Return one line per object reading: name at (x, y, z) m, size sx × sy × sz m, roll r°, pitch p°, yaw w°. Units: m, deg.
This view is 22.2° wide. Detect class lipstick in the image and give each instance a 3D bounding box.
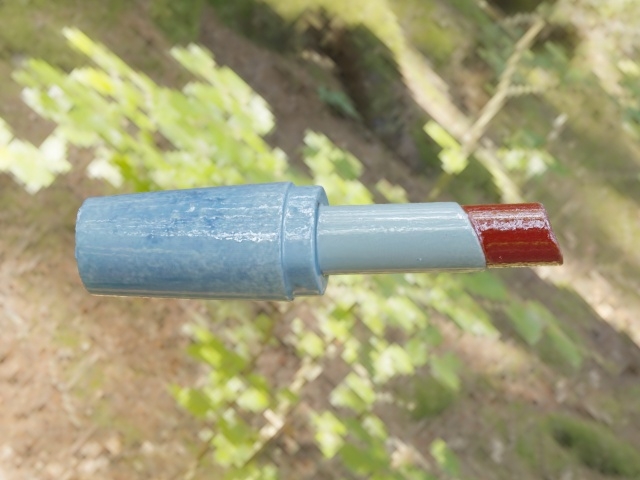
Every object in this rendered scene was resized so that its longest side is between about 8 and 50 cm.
lipstick at (0.000, 0.000, 0.928) m, size 0.061 × 0.274 × 0.068 m, roll 75°, pitch 17°, yaw -50°
